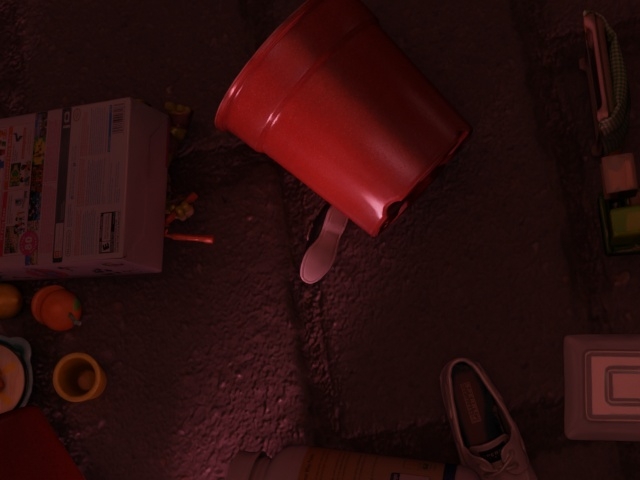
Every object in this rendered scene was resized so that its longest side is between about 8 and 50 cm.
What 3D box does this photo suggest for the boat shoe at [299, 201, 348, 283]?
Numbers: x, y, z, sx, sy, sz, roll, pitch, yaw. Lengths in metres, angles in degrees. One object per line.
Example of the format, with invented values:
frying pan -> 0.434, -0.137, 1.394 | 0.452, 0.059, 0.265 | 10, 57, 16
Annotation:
boat shoe -> 0.000, 0.000, 1.793 | 0.046, 0.038, 0.125 | 23, 87, -30

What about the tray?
tray -> 0.462, 0.196, 1.690 | 0.270, 0.030, 0.145 | 0, 79, 8

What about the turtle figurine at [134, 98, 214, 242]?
turtle figurine -> -0.238, -0.087, 1.812 | 0.269, 0.087, 0.217 | 8, 84, 33

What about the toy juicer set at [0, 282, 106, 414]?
toy juicer set -> -0.479, 0.166, 1.800 | 0.328, 0.089, 0.209 | -17, 77, 5

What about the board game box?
board game box -> -0.361, -0.063, 1.774 | 0.303, 0.097, 0.224 | -4, 77, 30

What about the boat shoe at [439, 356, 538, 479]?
boat shoe -> 0.228, 0.278, 1.676 | 0.096, 0.088, 0.268 | -17, 76, 4

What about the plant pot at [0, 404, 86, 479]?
plant pot -> -0.458, 0.396, 1.631 | 0.267, 0.235, 0.267 | -44, 69, 14

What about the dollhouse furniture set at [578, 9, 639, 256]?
dollhouse furniture set -> 0.438, -0.144, 1.678 | 0.151, 0.197, 0.302 | -7, 78, 8

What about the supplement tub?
supplement tub -> 0.037, 0.382, 1.609 | 0.316, 0.228, 0.228 | 6, 79, 9

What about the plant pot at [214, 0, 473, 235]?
plant pot -> 0.045, -0.164, 1.719 | 0.265, 0.272, 0.272 | 43, 87, 6
